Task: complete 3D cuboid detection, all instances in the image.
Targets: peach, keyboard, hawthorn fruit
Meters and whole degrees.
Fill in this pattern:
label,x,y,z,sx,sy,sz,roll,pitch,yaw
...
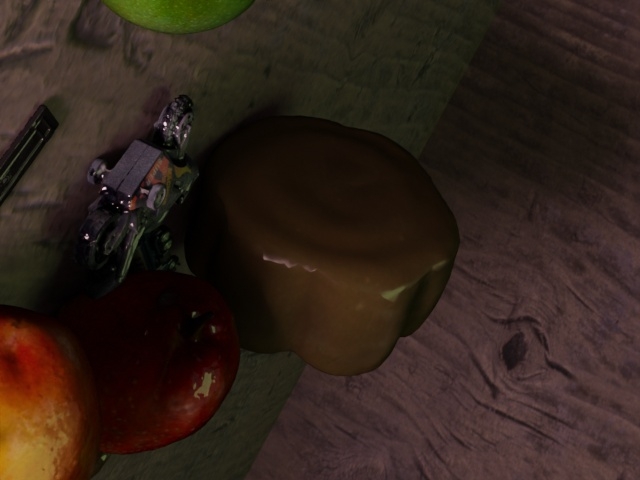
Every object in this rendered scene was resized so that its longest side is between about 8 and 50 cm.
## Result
label,x,y,z,sx,sy,sz,roll,pitch,yaw
peach,-0.400,0.216,1.394,0.308,0.308,0.332,-41,167,-52
keyboard,-0.388,-0.073,1.422,0.204,0.013,0.061,-57,167,-12
hawthorn fruit,-0.252,0.168,1.746,0.369,0.285,0.285,-27,-163,49

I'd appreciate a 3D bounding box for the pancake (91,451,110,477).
label,x,y,z,sx,sy,sz,roll,pitch,yaw
pancake,-0.427,0.381,2.180,0.222,0.042,0.236,-54,167,-37

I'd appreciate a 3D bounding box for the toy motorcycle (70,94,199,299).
label,x,y,z,sx,sy,sz,roll,pitch,yaw
toy motorcycle,-0.260,-0.065,1.692,0.307,0.108,0.173,-60,167,-26

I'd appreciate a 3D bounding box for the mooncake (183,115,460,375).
label,x,y,z,sx,sy,sz,roll,pitch,yaw
mooncake,0.000,0.000,2.047,0.467,0.467,0.262,-46,160,-45

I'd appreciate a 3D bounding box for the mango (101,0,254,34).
label,x,y,z,sx,sy,sz,roll,pitch,yaw
mango,-0.172,-0.342,1.240,0.225,0.201,0.382,-51,165,8

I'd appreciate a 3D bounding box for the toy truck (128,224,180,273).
label,x,y,z,sx,sy,sz,roll,pitch,yaw
toy truck,-0.283,0.015,1.858,0.088,0.074,0.202,-50,164,-19
